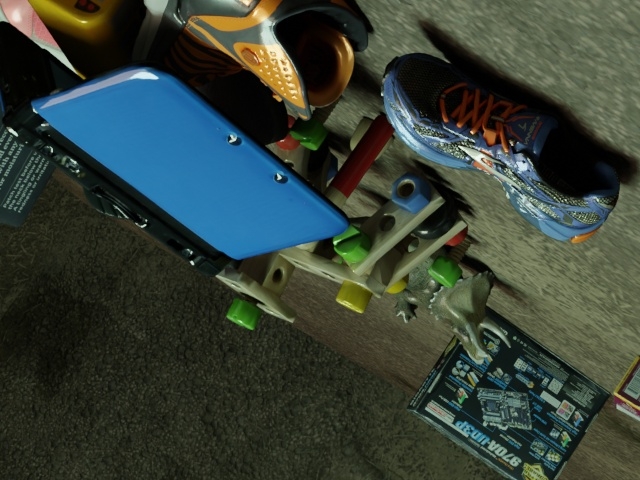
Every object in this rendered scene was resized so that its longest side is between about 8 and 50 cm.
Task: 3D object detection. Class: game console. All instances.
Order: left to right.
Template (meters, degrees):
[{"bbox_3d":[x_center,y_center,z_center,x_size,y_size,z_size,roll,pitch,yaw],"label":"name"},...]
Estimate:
[{"bbox_3d":[-0.145,-0.108,1.500,0.293,0.173,0.250,40,-161,-40],"label":"game console"}]

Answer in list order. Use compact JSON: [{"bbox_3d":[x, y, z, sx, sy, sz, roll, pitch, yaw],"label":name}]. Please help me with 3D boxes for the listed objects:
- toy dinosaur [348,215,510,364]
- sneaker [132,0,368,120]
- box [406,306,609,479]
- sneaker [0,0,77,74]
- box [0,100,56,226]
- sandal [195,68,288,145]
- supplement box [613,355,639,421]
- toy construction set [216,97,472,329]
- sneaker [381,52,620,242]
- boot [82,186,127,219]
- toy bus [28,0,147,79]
[{"bbox_3d":[0.100,0.019,1.940,0.313,0.121,0.160,40,159,-8],"label":"toy dinosaur"},{"bbox_3d":[-0.062,-0.166,1.389,0.180,0.124,0.321,35,172,2],"label":"sneaker"},{"bbox_3d":[0.256,0.220,2.146,0.220,0.175,0.051,35,172,-6],"label":"box"},{"bbox_3d":[-0.242,-0.238,1.717,0.314,0.136,0.115,11,-121,-64],"label":"sneaker"},{"bbox_3d":[-0.571,-0.281,1.833,0.480,0.297,0.472,31,-178,25],"label":"box"},{"bbox_3d":[-0.094,-0.175,1.674,0.254,0.055,0.097,40,140,52],"label":"sandal"},{"bbox_3d":[0.377,0.177,1.856,0.043,0.055,0.083,32,172,19],"label":"supplement box"},{"bbox_3d":[0.000,0.000,1.690,0.257,0.237,0.309,33,171,12],"label":"toy construction set"},{"bbox_3d":[0.149,-0.085,1.252,0.221,0.083,0.087,30,159,-8],"label":"sneaker"},{"bbox_3d":[-0.201,-0.075,2.162,0.207,0.247,0.094,135,121,-79],"label":"boot"},{"bbox_3d":[-0.195,-0.238,1.470,0.108,0.130,0.332,33,171,10],"label":"toy bus"}]
